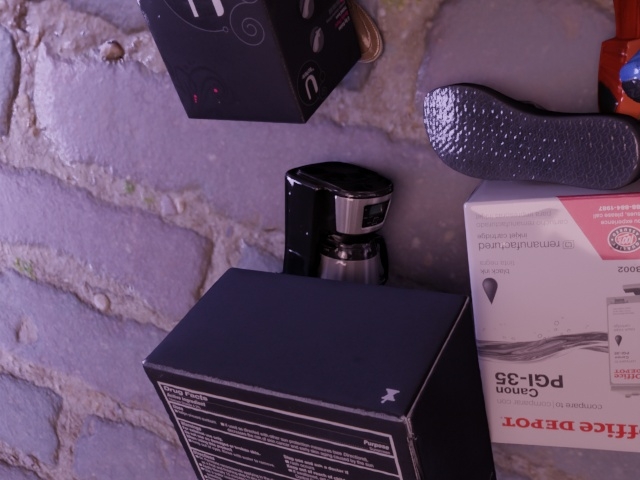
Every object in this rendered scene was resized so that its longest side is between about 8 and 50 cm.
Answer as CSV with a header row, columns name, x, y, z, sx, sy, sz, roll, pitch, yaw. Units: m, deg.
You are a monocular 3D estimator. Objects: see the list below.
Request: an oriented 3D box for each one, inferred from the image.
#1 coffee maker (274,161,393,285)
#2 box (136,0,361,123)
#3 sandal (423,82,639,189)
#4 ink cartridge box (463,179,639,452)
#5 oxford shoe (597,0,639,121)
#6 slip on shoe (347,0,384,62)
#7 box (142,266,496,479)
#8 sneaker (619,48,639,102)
name,x,y,z,sx,sy,sz,roll,pitch,yaw
coffee maker,0.000,0.000,0.906,0.171,0.120,0.178,11,111,20
box,-0.087,-0.269,0.770,0.165,0.143,0.270,8,136,32
sandal,0.216,-0.105,0.789,0.254,0.054,0.097,23,120,38
ink cartridge box,0.276,0.076,0.815,0.207,0.117,0.283,-2,106,23
oxford shoe,0.332,-0.242,0.711,0.098,0.097,0.271,2,113,0
slip on shoe,0.019,-0.257,0.852,0.051,0.041,0.135,-31,94,28
box,0.016,0.203,0.812,0.296,0.183,0.294,6,128,29
sneaker,0.341,-0.254,0.612,0.147,0.130,0.330,37,87,-8
